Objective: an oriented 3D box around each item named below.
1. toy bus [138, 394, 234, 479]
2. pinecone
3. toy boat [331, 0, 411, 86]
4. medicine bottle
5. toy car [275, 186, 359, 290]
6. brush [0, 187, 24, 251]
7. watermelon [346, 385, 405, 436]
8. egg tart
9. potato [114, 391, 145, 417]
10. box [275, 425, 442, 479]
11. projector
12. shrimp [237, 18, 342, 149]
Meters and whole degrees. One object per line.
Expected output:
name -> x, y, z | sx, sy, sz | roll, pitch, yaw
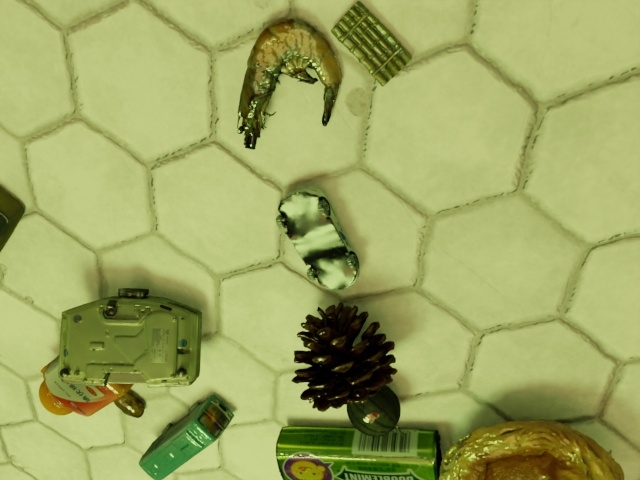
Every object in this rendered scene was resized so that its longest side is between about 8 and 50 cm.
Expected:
toy bus -> -0.311, 0.458, 1.330 | 0.091, 0.109, 0.262 | 44, 119, -5
pinecone -> 0.038, 0.208, 1.055 | 0.208, 0.207, 0.207 | 6, 121, 11
toy boat -> 0.075, -0.288, 0.848 | 0.115, 0.016, 0.063 | 42, 121, -12
medicine bottle -> -0.523, 0.304, 1.287 | 0.222, 0.112, 0.149 | -34, 105, 28
toy car -> 0.000, 0.000, 1.011 | 0.096, 0.056, 0.204 | -19, 117, 23
brush -> -0.694, -0.034, 1.165 | 0.123, 0.059, 0.197 | 40, 121, -12
watermelon -> 0.116, 0.343, 1.148 | 0.133, 0.105, 0.105 | 38, 124, 15
egg tart -> 0.402, 0.469, 1.129 | 0.353, 0.150, 0.351 | 5, 115, 10
potato -> -0.452, 0.387, 1.360 | 0.083, 0.040, 0.051 | 41, 116, -12
box -> 0.085, 0.469, 1.238 | 0.346, 0.097, 0.134 | -3, 120, 15
projector -> -0.376, 0.192, 1.149 | 0.270, 0.088, 0.193 | 1, 86, -1
shrimp -> -0.051, -0.228, 0.899 | 0.150, 0.051, 0.217 | 21, 119, -7
